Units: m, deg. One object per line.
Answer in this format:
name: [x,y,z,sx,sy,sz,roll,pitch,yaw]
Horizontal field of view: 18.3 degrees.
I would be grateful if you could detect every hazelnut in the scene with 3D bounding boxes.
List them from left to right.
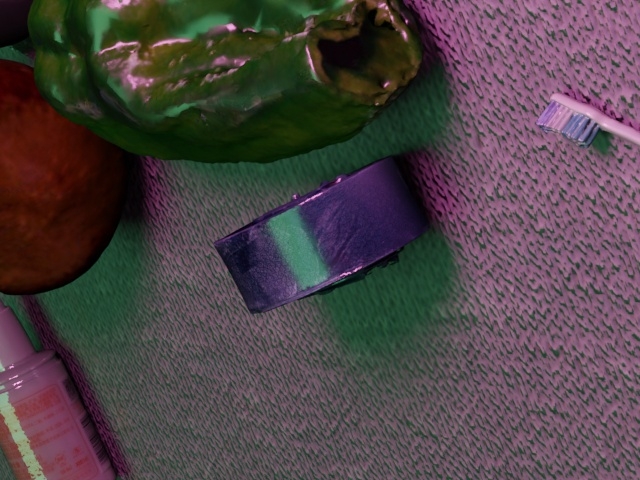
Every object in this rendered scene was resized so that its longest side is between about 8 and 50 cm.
hazelnut: [-0.278,-0.069,1.815,0.218,0.218,0.234,16,144,47]

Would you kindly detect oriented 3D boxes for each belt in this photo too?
belt: [0.000,0.000,1.539,0.190,0.141,0.082,-23,94,58]

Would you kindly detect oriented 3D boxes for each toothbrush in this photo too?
toothbrush: [0.262,-0.030,1.275,0.304,0.030,0.030,29,136,35]

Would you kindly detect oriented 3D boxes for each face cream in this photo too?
face cream: [-0.312,0.166,2.118,0.101,0.101,0.251,-11,105,55]

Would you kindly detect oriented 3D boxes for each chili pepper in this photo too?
chili pepper: [-0.091,-0.152,1.522,0.385,0.167,0.213,-2,115,52]

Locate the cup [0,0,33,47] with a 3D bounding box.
cup: [-0.363,-0.258,1.791,0.223,0.177,0.169,47,144,24]

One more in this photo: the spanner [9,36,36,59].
spanner: [-0.333,-0.219,1.925,0.325,0.026,0.093,25,132,39]
